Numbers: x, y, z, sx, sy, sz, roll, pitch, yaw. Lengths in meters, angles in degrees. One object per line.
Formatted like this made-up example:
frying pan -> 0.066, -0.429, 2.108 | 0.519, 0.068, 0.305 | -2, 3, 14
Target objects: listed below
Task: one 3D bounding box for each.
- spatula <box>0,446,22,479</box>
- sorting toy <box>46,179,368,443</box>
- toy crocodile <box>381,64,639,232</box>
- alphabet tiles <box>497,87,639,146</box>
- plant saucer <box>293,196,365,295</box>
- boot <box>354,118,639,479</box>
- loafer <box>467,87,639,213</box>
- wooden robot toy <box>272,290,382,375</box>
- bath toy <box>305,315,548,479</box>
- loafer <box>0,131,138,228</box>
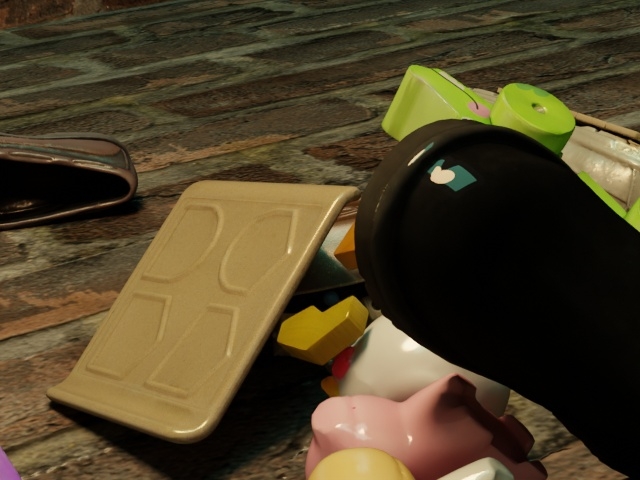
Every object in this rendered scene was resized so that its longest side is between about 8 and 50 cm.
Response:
spatula -> -0.194, 0.183, 0.848 | 0.084, 0.030, 0.296 | -18, 24, -31
sorting toy -> -0.058, 0.050, 0.986 | 0.307, 0.041, 0.229 | 6, 56, 53
toy crocodile -> 0.184, -0.015, 1.057 | 0.340, 0.115, 0.105 | 42, 37, 15
alphabet tiles -> 0.319, -0.093, 1.369 | 0.237, 0.009, 0.198 | 19, 6, -36
plant saucer -> 0.000, 0.000, 1.191 | 0.310, 0.050, 0.310 | -11, 5, 1
boot -> 0.203, 0.066, 0.715 | 0.348, 0.131, 0.260 | 34, -6, -33
loafer -> 0.204, -0.069, 1.339 | 0.112, 0.111, 0.319 | 29, -1, -39
wooden robot toy -> 0.039, 0.077, 1.084 | 0.173, 0.076, 0.079 | -14, -14, -24
bath toy -> 0.050, 0.144, 0.779 | 0.129, 0.151, 0.348 | -47, 14, 15
loafer -> -0.346, -0.061, 1.482 | 0.302, 0.109, 0.095 | -9, 23, -20
